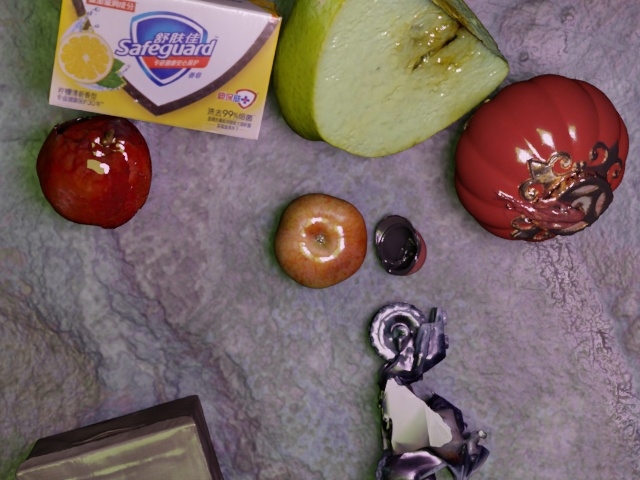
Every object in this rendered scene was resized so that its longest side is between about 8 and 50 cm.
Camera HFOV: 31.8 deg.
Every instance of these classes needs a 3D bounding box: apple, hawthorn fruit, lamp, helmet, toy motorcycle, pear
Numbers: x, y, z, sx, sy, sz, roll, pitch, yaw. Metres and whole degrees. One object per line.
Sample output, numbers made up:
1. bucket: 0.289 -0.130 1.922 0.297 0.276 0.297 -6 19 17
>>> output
1. apple: 0.001 0.003 1.454 0.126 0.102 0.126 0 95 -3
2. hawthorn fruit: -0.276 -0.096 1.392 0.148 0.172 0.148 5 70 -15
3. lamp: 0.279 -0.096 1.406 0.227 0.227 0.227 0 96 -4
4. helmet: 0.112 0.009 1.489 0.065 0.049 0.084 -25 69 30
5. toy motorcycle: 0.144 0.216 1.488 0.159 0.106 0.270 0 85 -8
6. pear: 0.060 -0.232 1.395 0.292 0.159 0.292 -15 132 -17

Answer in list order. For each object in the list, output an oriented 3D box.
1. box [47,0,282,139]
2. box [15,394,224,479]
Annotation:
1. box: -0.192 -0.232 1.385 0.265 0.097 0.168 10 113 -11
2. box: -0.250 0.310 1.447 0.231 0.149 0.155 -17 97 -2
